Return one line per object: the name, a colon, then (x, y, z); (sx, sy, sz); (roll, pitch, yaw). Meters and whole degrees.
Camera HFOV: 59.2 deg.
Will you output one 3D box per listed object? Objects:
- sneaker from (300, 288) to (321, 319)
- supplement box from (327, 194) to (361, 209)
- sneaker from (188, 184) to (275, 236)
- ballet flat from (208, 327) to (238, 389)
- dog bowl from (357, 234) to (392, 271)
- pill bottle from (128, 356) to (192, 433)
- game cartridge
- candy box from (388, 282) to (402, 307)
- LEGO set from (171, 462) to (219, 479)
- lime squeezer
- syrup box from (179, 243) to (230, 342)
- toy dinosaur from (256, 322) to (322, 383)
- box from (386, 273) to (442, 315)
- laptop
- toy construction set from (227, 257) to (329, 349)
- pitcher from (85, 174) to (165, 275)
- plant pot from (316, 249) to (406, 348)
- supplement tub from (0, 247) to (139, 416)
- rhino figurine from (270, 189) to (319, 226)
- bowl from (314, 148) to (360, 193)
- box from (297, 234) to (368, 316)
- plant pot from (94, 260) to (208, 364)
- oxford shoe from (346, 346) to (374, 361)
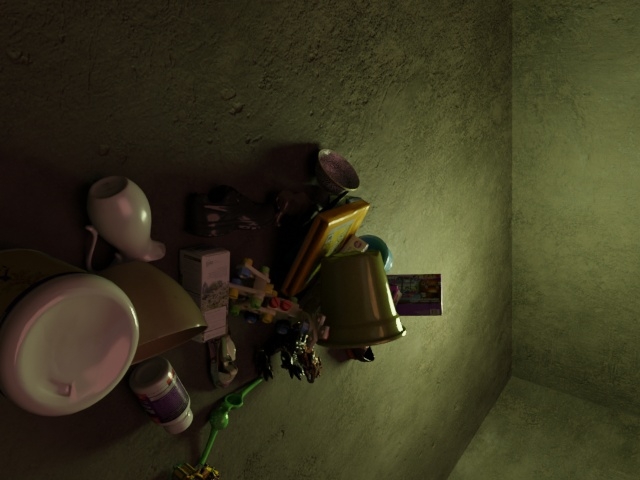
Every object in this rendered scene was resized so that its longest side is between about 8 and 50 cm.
sneaker: (0.004, 0.249, 1.923); (0.106, 0.078, 0.235); (-37, 126, -38)
supplement box: (0.081, -0.122, 1.905); (0.083, 0.083, 0.056); (-9, 107, -51)
sneaker: (-0.227, -0.087, 1.506); (0.286, 0.108, 0.130); (-14, 106, -52)
ballet flat: (-0.271, 0.337, 1.592); (0.076, 0.079, 0.222); (-27, 121, -46)
dog bowl: (0.139, 0.111, 1.894); (0.074, 0.165, 0.298); (79, 32, -65)
pill bottle: (-0.395, 0.398, 1.425); (0.108, 0.108, 0.194); (-45, 132, -35)
game cartridge: (0.023, 0.019, 1.768); (0.323, 0.052, 0.286); (-22, 143, -59)
candy box: (0.144, 0.206, 1.960); (0.159, 0.233, 0.071); (-60, 145, -19)
LEGO set: (-0.347, 0.795, 1.525); (0.331, 0.192, 0.255); (-50, 137, -26)
lime squeezer: (-0.266, 0.513, 1.671); (0.310, 0.058, 0.110); (-53, 137, -29)
syrup box: (-0.305, 0.136, 1.473); (0.093, 0.096, 0.237); (-13, 110, -50)
toy dinosaur: (-0.102, 0.331, 1.789); (0.322, 0.164, 0.218); (48, 39, -8)
box: (0.297, 0.197, 2.062); (0.201, 0.292, 0.057); (-69, 154, -60)
laptop: (0.000, 0.000, 1.792); (0.137, 0.264, 0.234); (47, 55, -6)
toy construction set: (-0.124, 0.185, 1.593); (0.327, 0.215, 0.151); (34, 52, -10)
pitcher: (-0.451, -0.024, 1.232); (0.177, 0.125, 0.207); (-32, 138, -24)
plant pot: (0.105, 0.162, 1.682); (0.276, 0.275, 0.254); (-10, 94, -51)
supplement tub: (-0.515, 0.146, 1.008); (0.241, 0.331, 0.241); (-20, 116, -49)
rhino figurine: (-0.075, -0.098, 1.719); (0.243, 0.073, 0.107); (-1, 106, -60)
bowl: (0.037, -0.204, 1.804); (0.170, 0.170, 0.080); (-5, 148, -52)
box: (0.035, 0.125, 1.818); (0.324, 0.067, 0.063); (-50, 164, -17)
plant pot: (-0.415, 0.157, 1.235); (0.284, 0.284, 0.191); (-12, 75, -50)
oxford shoe: (0.135, 0.363, 2.108); (0.097, 0.098, 0.271); (-56, 138, -25)
